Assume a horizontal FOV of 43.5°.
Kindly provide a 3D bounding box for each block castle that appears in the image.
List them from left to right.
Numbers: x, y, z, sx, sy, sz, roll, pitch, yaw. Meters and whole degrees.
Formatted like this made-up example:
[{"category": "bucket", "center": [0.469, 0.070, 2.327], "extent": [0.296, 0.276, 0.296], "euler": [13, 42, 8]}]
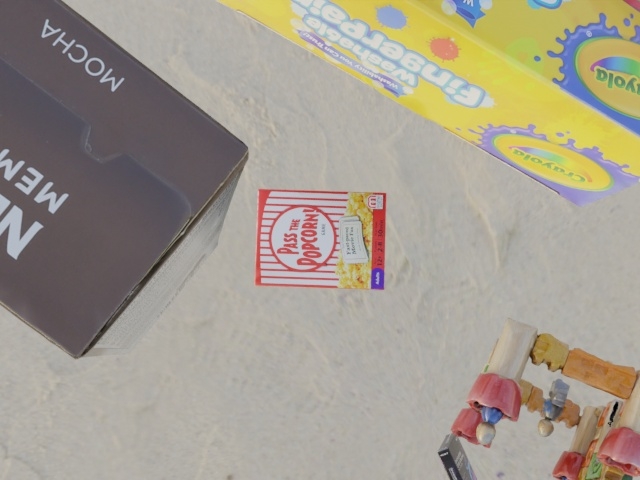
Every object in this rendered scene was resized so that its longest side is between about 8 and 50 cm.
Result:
[{"category": "block castle", "center": [0.399, 0.329, 1.408], "extent": [0.303, 0.453, 0.212], "euler": [22, 73, 12]}]

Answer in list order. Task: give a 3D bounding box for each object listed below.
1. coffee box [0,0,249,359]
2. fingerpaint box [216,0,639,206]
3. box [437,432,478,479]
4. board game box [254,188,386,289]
[{"category": "coffee box", "center": [-0.151, -0.026, 0.467], "extent": [0.168, 0.297, 0.119], "euler": [38, 78, -2]}, {"category": "fingerpaint box", "center": [0.176, -0.305, 0.796], "extent": [0.445, 0.163, 0.371], "euler": [28, 70, -10]}, {"category": "box", "center": [0.295, 0.490, 1.660], "extent": [0.029, 0.116, 0.162], "euler": [-27, 85, 17]}, {"category": "board game box", "center": [0.000, 0.000, 1.202], "extent": [0.194, 0.045, 0.146], "euler": [1, 84, -1]}]
